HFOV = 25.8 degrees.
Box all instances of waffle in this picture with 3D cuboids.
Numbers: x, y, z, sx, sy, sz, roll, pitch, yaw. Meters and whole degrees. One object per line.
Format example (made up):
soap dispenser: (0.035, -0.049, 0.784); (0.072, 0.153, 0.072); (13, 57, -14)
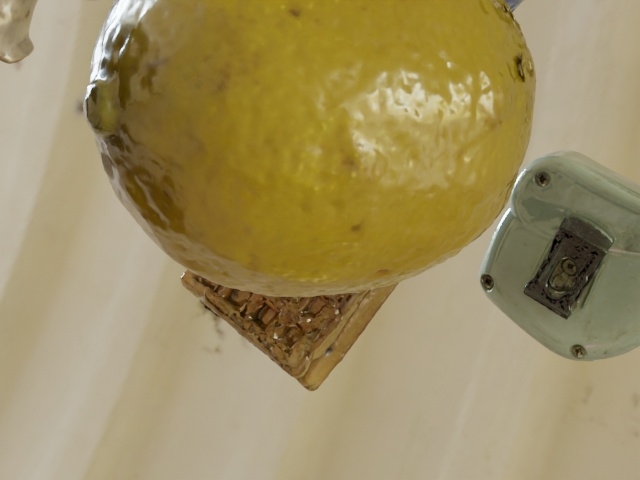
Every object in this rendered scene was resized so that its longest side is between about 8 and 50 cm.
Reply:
waffle: (-0.001, -0.001, 1.712); (0.213, 0.308, 0.091); (37, -5, 26)

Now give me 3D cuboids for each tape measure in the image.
tape measure: (0.326, 0.022, 1.665); (0.243, 0.246, 0.125); (29, 18, 19)

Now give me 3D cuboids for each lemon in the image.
lemon: (0.002, -0.086, 0.880); (0.319, 0.245, 0.245); (-3, -3, -29)

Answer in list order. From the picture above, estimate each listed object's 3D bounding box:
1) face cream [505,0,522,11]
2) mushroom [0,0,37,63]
face cream: (0.209, -0.424, 1.897); (0.249, 0.249, 0.225); (34, -58, -16)
mushroom: (-0.337, -0.345, 1.551); (0.297, 0.290, 0.297); (24, -6, 3)
